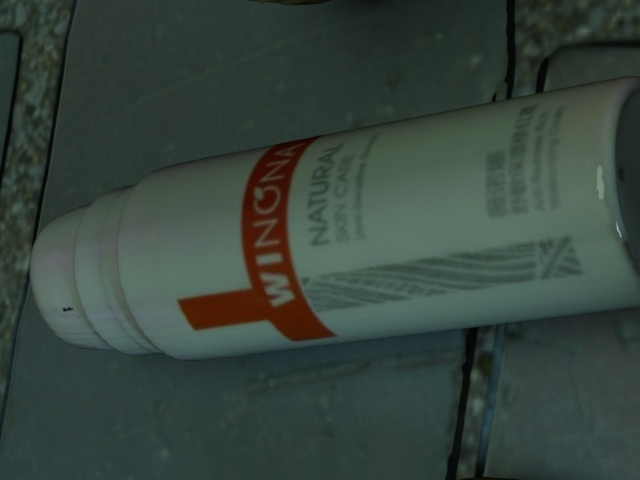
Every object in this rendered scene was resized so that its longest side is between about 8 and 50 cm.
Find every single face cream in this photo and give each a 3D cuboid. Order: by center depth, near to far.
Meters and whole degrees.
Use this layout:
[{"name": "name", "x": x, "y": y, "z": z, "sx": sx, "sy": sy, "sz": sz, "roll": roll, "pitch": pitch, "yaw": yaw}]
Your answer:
[{"name": "face cream", "x": 0.000, "y": 0.000, "z": 0.765, "sx": 0.345, "sy": 0.102, "sz": 0.102, "roll": -10, "pitch": 77, "yaw": 34}]

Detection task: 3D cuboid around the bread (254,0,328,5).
[{"name": "bread", "x": 0.043, "y": -0.226, "z": 0.707, "sx": 0.288, "sy": 0.204, "sz": 0.156, "roll": -26, "pitch": 72, "yaw": 35}]

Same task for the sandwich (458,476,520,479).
[{"name": "sandwich", "x": 0.118, "y": 0.186, "z": 0.659, "sx": 0.159, "sy": 0.079, "sz": 0.235, "roll": -47, "pitch": 59, "yaw": 21}]
